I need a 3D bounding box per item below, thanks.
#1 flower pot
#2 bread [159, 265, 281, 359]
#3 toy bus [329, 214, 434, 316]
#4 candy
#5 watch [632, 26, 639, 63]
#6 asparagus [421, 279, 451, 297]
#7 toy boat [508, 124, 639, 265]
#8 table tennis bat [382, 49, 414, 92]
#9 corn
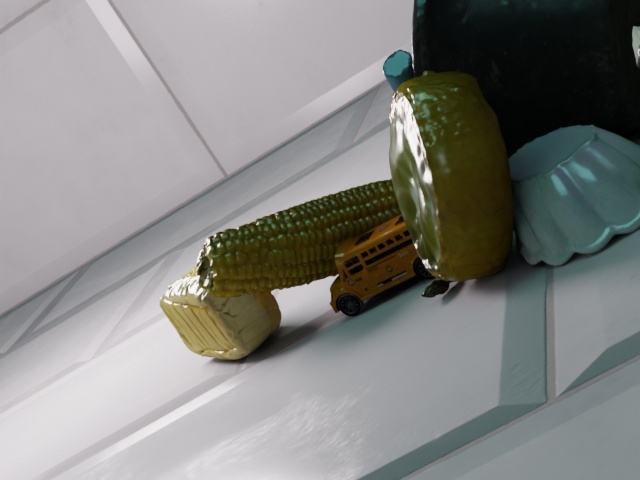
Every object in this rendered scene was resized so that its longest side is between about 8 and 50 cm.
[{"bbox_3d":[0.302,-0.238,1.998,0.251,0.379,0.379,-1,27,29],"label":"flower pot"},{"bbox_3d":[-0.144,0.099,2.205,0.106,0.140,0.236,-41,14,-23],"label":"bread"},{"bbox_3d":[0.088,0.023,1.998,0.194,0.088,0.083,-27,13,29],"label":"toy bus"},{"bbox_3d":[0.157,-0.076,1.800,0.118,0.260,0.260,-14,9,-7],"label":"candy"},{"bbox_3d":[0.552,-0.392,2.355,0.253,0.162,0.241,-27,19,34],"label":"watch"},{"bbox_3d":[0.191,0.016,1.910,0.023,0.022,0.233,24,40,23],"label":"asparagus"},{"bbox_3d":[0.294,-0.066,1.766,0.199,0.100,0.290,-35,12,-6],"label":"toy boat"},{"bbox_3d":[0.159,-0.148,2.049,0.044,0.329,0.215,16,69,33],"label":"table tennis bat"},{"bbox_3d":[0.000,0.000,2.096,0.363,0.120,0.120,-18,5,-20],"label":"corn"}]
